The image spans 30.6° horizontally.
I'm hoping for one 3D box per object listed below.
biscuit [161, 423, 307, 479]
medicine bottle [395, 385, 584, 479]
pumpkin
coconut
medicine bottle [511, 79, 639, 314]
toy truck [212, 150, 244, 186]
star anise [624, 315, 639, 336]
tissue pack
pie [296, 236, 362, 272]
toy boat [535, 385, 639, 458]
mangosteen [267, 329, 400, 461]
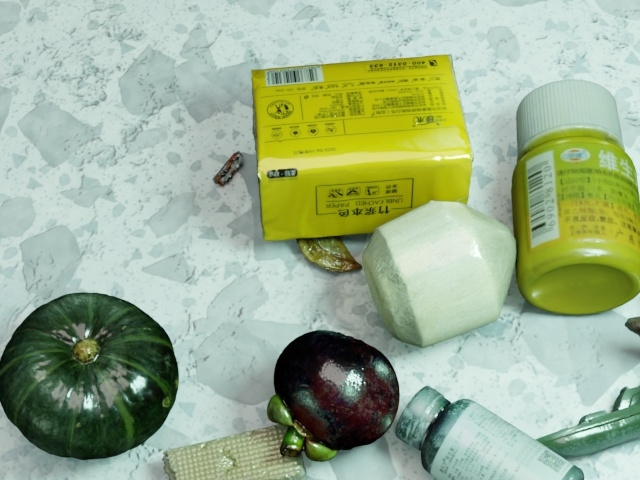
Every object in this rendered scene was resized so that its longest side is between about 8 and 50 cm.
[{"bbox_3d":[-0.146,0.379,1.937,0.239,0.062,0.108,-13,59,-3],"label":"biscuit"},{"bbox_3d":[0.264,0.350,1.876,0.293,0.141,0.141,32,66,21],"label":"medicine bottle"},{"bbox_3d":[-0.386,0.232,1.966,0.300,0.207,0.300,4,48,-4],"label":"pumpkin"},{"bbox_3d":[0.211,0.049,2.009,0.266,0.237,0.237,-21,59,2],"label":"coconut"},{"bbox_3d":[0.450,-0.080,2.077,0.224,0.224,0.384,-1,58,4],"label":"medicine bottle"},{"bbox_3d":[-0.177,-0.142,2.279,0.032,0.024,0.083,15,60,47],"label":"toy truck"},{"bbox_3d":[0.661,0.178,1.935,0.332,0.117,0.331,9,52,-11],"label":"star anise"},{"bbox_3d":[0.067,-0.171,2.145,0.382,0.228,0.293,-5,50,-2],"label":"tissue pack"},{"bbox_3d":[0.000,0.000,2.173,0.092,0.034,0.170,-18,58,-21],"label":"pie"},{"bbox_3d":[0.468,0.298,1.928,0.260,0.078,0.085,-17,71,-10],"label":"toy boat"},{"bbox_3d":[0.024,0.257,1.915,0.216,0.216,0.216,-2,59,3],"label":"mangosteen"}]
